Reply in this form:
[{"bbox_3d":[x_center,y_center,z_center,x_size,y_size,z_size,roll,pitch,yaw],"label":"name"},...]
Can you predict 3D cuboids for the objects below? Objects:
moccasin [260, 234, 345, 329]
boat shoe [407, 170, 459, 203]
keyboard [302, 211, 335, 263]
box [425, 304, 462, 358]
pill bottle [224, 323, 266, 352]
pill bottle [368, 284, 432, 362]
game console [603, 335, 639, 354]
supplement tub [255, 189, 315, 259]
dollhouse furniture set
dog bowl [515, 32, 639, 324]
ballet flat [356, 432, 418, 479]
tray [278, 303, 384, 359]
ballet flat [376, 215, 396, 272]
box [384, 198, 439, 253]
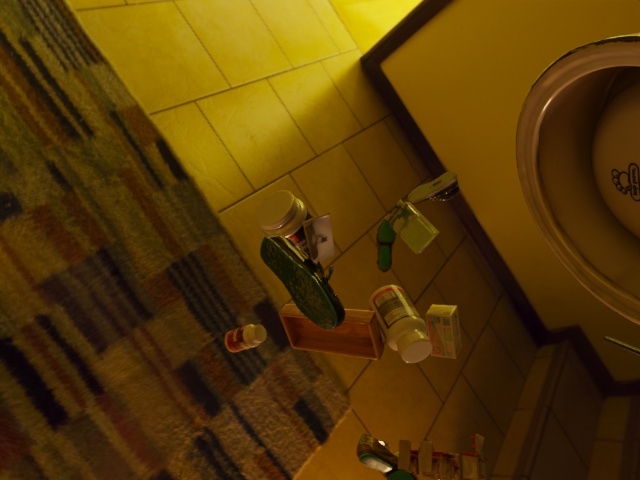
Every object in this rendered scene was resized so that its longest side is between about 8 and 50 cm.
[{"bbox_3d":[-0.032,0.092,1.191,0.117,0.137,0.342,-11,53,-44],"label":"moccasin"},{"bbox_3d":[0.401,-0.162,1.502,0.083,0.184,0.065,57,8,-38],"label":"boat shoe"},{"bbox_3d":[0.000,0.000,1.151,0.072,0.256,0.014,-26,65,-8],"label":"keyboard"},{"bbox_3d":[0.532,0.390,1.846,0.103,0.114,0.202,-30,113,-54],"label":"box"},{"bbox_3d":[-0.278,0.362,1.603,0.086,0.152,0.086,35,43,-42],"label":"pill bottle"},{"bbox_3d":[0.333,0.345,1.782,0.176,0.176,0.318,25,22,-29],"label":"pill bottle"},{"bbox_3d":[0.764,0.346,0.902,0.293,0.174,0.249,2,82,-82],"label":"game console"},{"bbox_3d":[-0.106,-0.043,1.653,0.272,0.191,0.191,50,44,-42],"label":"supplement tub"},{"bbox_3d":[0.424,0.733,1.464,0.262,0.259,0.135,40,48,-41],"label":"dollhouse furniture set"},{"bbox_3d":[0.456,-0.082,0.562,0.151,0.408,0.407,-25,88,-6],"label":"dog bowl"},{"bbox_3d":[0.267,0.852,1.651,0.342,0.116,0.124,41,27,-16],"label":"ballet flat"},{"bbox_3d":[0.044,0.373,1.781,0.076,0.412,0.202,-54,135,-49],"label":"tray"},{"bbox_3d":[0.250,0.015,1.666,0.077,0.079,0.221,5,84,0],"label":"ballet flat"},{"bbox_3d":[0.322,-0.052,1.528,0.043,0.109,0.178,-11,55,-50],"label":"box"}]
